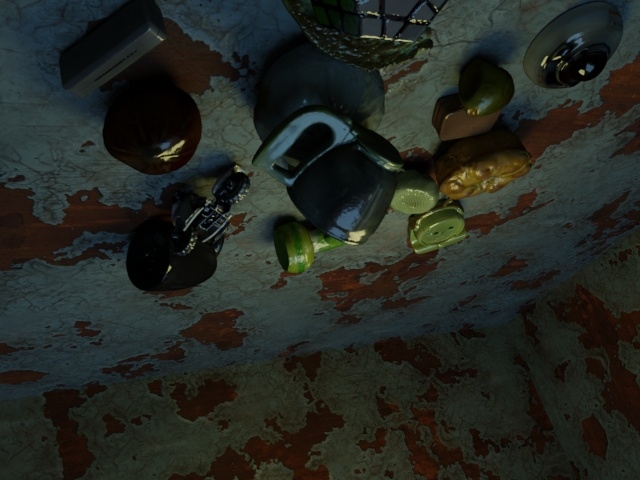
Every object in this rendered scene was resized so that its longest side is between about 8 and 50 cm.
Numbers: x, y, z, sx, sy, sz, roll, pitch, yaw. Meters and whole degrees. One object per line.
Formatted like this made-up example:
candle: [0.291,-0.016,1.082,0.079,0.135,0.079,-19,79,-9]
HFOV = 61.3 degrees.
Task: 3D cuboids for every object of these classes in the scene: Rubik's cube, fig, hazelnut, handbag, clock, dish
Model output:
Rubik's cube: [0.112,-0.517,0.994,0.264,0.319,0.319,-4,164,40]
fig: [0.449,-0.415,1.490,0.144,0.166,0.154,2,138,44]
hazelnut: [-0.384,-0.254,1.261,0.229,0.229,0.229,-13,151,-7]
handbag: [0.442,-0.377,1.639,0.193,0.072,0.151,-14,151,-9]
clock: [0.470,-0.069,2.173,0.235,0.096,0.308,-18,150,3]
dish: [0.723,-0.504,1.503,0.273,0.134,0.273,-12,151,-7]

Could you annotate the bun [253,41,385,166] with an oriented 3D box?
bun: [0.005,-0.319,1.356,0.362,0.211,0.362,-14,149,-9]

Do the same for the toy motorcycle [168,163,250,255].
toy motorcycle: [-0.344,-0.106,1.617,0.327,0.188,0.143,-42,134,14]

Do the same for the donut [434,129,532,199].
donut: [0.535,-0.245,1.792,0.299,0.150,0.317,-30,161,31]

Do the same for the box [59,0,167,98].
box: [-0.426,-0.392,1.102,0.243,0.103,0.055,-27,154,18]

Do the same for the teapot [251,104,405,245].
teapot: [0.043,-0.171,1.260,0.239,0.321,0.239,-52,177,23]

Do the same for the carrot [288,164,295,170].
carrot: [-0.013,-0.177,1.684,0.138,0.139,0.302,-22,152,9]

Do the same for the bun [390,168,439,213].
bun: [0.315,-0.177,1.865,0.195,0.118,0.195,7,158,3]

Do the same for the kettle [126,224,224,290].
kettle: [-0.448,0.045,1.796,0.290,0.207,0.268,11,119,-55]

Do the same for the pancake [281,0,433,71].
pancake: [0.083,-0.488,1.196,0.376,0.054,0.197,15,103,-23]

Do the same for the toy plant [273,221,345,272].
toy plant: [0.000,0.000,1.971,0.316,0.184,0.224,-15,180,-17]
